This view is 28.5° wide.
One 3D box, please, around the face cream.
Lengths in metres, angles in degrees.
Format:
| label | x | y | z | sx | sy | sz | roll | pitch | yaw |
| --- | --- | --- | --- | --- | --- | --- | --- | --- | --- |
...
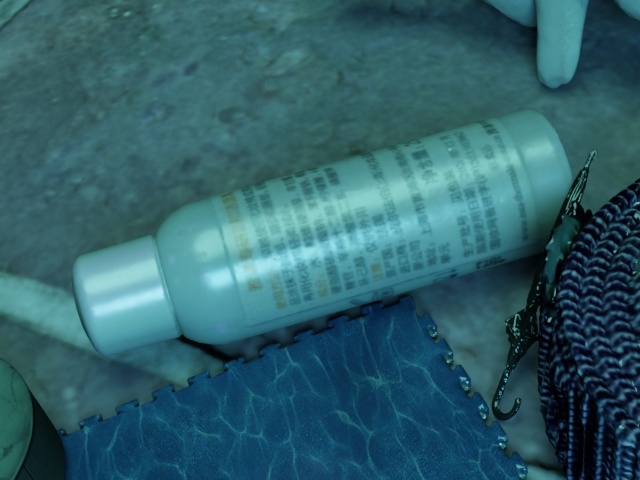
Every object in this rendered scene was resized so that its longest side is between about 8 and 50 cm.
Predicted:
| label | x | y | z | sx | sy | sz | roll | pitch | yaw |
| --- | --- | --- | --- | --- | --- | --- | --- | --- | --- |
| face cream | 0.000 | 0.000 | 0.680 | 0.269 | 0.082 | 0.082 | -15 | 45 | -4 |

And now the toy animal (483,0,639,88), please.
| label | x | y | z | sx | sy | sz | roll | pitch | yaw |
| --- | --- | --- | --- | --- | --- | --- | --- | --- | --- |
| toy animal | 0.153 | -0.188 | 0.816 | 0.282 | 0.138 | 0.140 | -3 | 32 | 41 |

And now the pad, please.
| label | x | y | z | sx | sy | sz | roll | pitch | yaw |
| --- | --- | --- | --- | --- | --- | --- | --- | --- | --- |
| pad | -0.022 | 0.156 | 0.580 | 0.269 | 0.012 | 0.270 | -22 | 46 | -11 |

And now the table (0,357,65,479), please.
| label | x | y | z | sx | sy | sz | roll | pitch | yaw |
| --- | --- | --- | --- | --- | --- | --- | --- | --- | --- |
| table | -0.194 | 0.117 | 0.616 | 0.133 | 0.043 | 0.133 | -11 | 45 | 11 |

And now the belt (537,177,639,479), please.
| label | x | y | z | sx | sy | sz | roll | pitch | yaw |
| --- | --- | --- | --- | --- | --- | --- | --- | --- | --- |
| belt | 0.261 | 0.057 | 0.550 | 0.324 | 0.122 | 0.260 | -2 | 39 | 6 |

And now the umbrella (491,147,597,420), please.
| label | x | y | z | sx | sy | sz | roll | pitch | yaw |
| --- | --- | --- | --- | --- | --- | --- | --- | --- | --- |
| umbrella | 0.112 | 0.020 | 0.643 | 0.022 | 0.022 | 0.149 | 2 | 69 | 54 |
